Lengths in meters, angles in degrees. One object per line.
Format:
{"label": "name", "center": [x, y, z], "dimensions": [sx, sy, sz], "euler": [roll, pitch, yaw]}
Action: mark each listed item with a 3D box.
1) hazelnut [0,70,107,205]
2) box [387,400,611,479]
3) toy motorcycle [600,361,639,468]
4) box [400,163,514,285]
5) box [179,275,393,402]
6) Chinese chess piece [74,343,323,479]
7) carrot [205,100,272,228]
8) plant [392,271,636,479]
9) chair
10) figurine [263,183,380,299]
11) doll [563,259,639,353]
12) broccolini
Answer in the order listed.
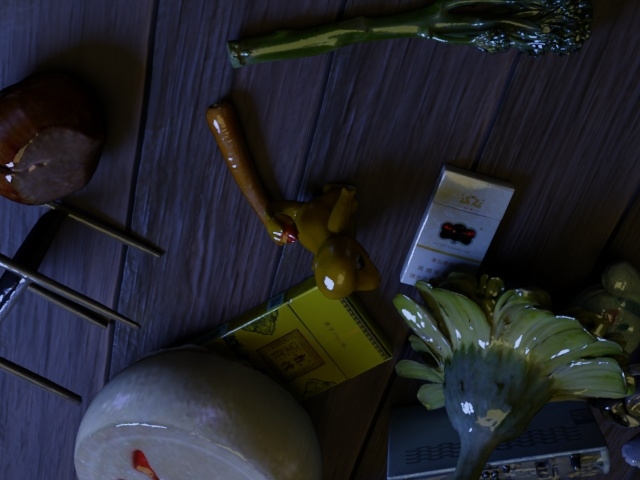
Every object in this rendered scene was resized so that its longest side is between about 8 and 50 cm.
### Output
{"label": "hazelnut", "center": [-0.318, -0.117, 0.864], "dimensions": [0.143, 0.143, 0.154], "euler": [38, 101, -17]}
{"label": "box", "center": [0.223, 0.261, 1.003], "dimensions": [0.270, 0.211, 0.045], "euler": [-12, 105, 8]}
{"label": "toy motorcycle", "center": [0.541, 0.187, 0.997], "dimensions": [0.340, 0.108, 0.223], "euler": [-29, 108, 10]}
{"label": "box", "center": [0.168, -0.008, 0.953], "dimensions": [0.090, 0.024, 0.167], "euler": [15, 120, -5]}
{"label": "box", "center": [-0.057, 0.157, 1.052], "dimensions": [0.279, 0.041, 0.153], "euler": [-29, 114, 19]}
{"label": "Chinese chess piece", "center": [-0.162, 0.301, 1.040], "dimensions": [0.338, 0.141, 0.338], "euler": [10, 129, 12]}
{"label": "carrot", "center": [-0.089, -0.082, 0.923], "dimensions": [0.037, 0.037, 0.190], "euler": [-16, 121, 12]}
{"label": "plant", "center": [0.232, 0.179, 0.902], "dimensions": [0.261, 0.297, 0.306], "euler": [-1, 141, -9]}
{"label": "chair", "center": [-0.360, 0.044, 0.924], "dimensions": [0.272, 0.188, 0.166], "euler": [33, 115, -19]}
{"label": "figurine", "center": [-0.003, 0.000, 0.878], "dimensions": [0.122, 0.176, 0.121], "euler": [11, 119, -23]}
{"label": "doll", "center": [0.362, 0.111, 0.983], "dimensions": [0.103, 0.072, 0.214], "euler": [7, 126, -8]}
{"label": "broccolini", "center": [0.091, -0.209, 0.813], "dimensions": [0.391, 0.074, 0.079], "euler": [-8, 112, 6]}
